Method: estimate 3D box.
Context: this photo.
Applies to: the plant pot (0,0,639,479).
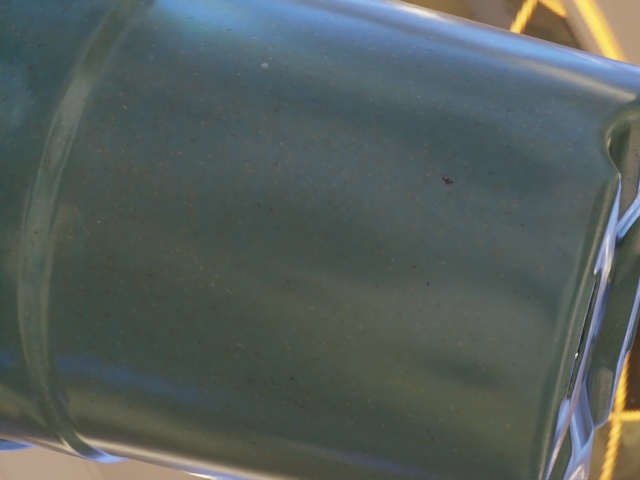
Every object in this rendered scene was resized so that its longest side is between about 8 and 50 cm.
[{"bbox_3d":[0.000,0.000,0.641,0.341,0.334,0.341,14,-90,-68],"label":"plant pot"}]
